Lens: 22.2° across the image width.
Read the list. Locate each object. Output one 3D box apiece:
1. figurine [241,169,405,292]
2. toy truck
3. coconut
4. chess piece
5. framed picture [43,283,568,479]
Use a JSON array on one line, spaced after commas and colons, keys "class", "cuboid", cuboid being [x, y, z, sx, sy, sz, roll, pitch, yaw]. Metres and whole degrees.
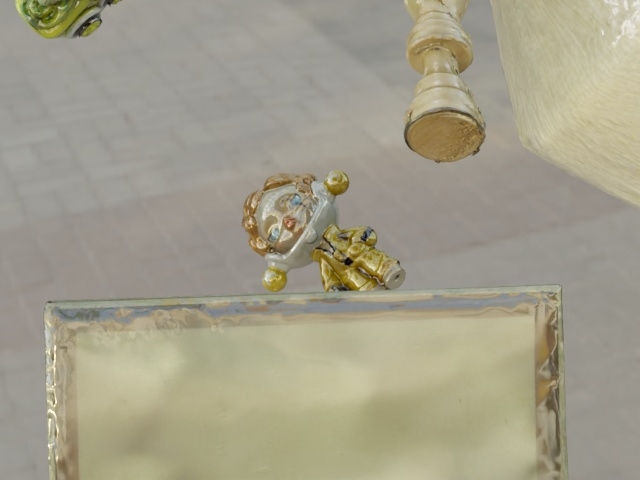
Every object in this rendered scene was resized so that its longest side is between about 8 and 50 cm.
[{"class": "figurine", "cuboid": [0.004, -0.003, 1.266, 0.143, 0.101, 0.068, 8, -7, 27]}, {"class": "toy truck", "cuboid": [-0.227, -0.236, 1.493, 0.111, 0.076, 0.077, -44, -7, 24]}, {"class": "coconut", "cuboid": [0.207, -0.125, 0.836, 0.266, 0.237, 0.237, 25, 24, -5]}, {"class": "chess piece", "cuboid": [0.089, -0.139, 1.210, 0.060, 0.060, 0.172, -4, 51, 6]}, {"class": "framed picture", "cuboid": [-0.005, 0.107, 0.718, 0.231, 0.173, 0.010, -1, 2, 1]}]
